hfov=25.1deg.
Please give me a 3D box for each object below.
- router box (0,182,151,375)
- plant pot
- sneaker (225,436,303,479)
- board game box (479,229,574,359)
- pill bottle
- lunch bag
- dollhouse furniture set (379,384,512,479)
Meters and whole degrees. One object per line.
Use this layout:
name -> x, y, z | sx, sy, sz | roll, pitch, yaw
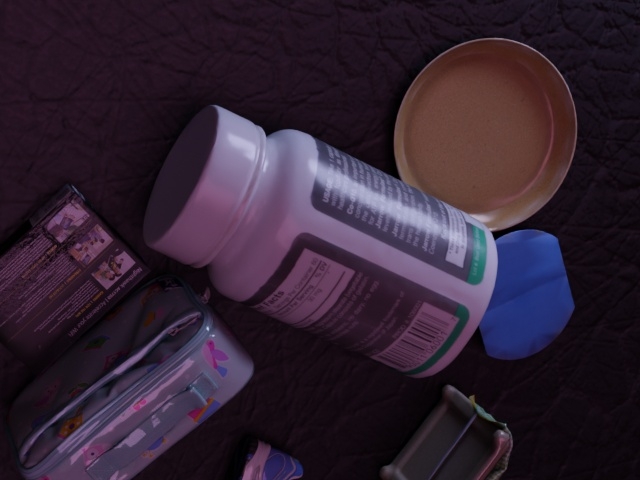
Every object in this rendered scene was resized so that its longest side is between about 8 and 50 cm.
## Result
router box -> -0.301, 0.044, 1.613 | 0.179, 0.046, 0.133 | -43, 111, -3
plant pot -> 0.195, -0.127, 1.732 | 0.236, 0.032, 0.236 | -4, 104, -15
sneaker -> -0.086, 0.346, 1.733 | 0.081, 0.080, 0.211 | 18, 98, -17
board game box -> 0.243, 0.063, 1.793 | 0.133, 0.033, 0.168 | -25, 114, -15
pill bottle -> 0.000, 0.000, 1.610 | 0.361, 0.204, 0.204 | 26, 94, -21
lunch bag -> -0.211, 0.163, 1.574 | 0.279, 0.224, 0.108 | -41, 111, -4
dollhouse furniture set -> 0.151, 0.350, 1.744 | 0.151, 0.197, 0.301 | 37, 91, -20
